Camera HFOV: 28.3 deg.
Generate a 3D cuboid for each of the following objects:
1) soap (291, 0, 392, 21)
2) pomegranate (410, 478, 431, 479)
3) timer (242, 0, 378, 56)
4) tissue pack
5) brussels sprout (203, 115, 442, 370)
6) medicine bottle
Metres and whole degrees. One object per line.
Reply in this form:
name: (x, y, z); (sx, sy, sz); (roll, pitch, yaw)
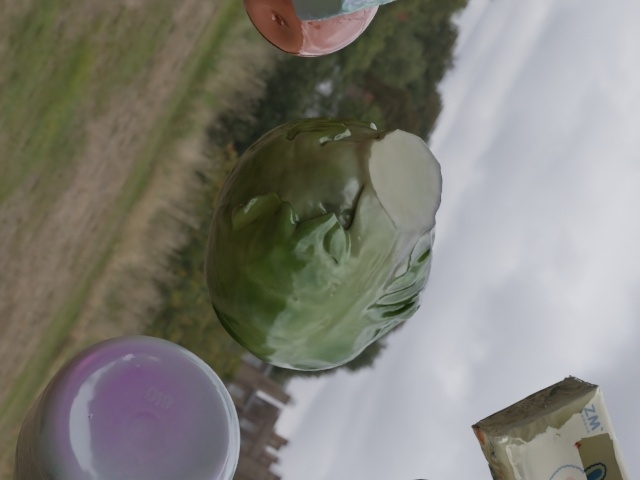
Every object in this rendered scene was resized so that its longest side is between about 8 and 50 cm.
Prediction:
soap: (0.169, -0.415, 1.661); (0.446, 0.156, 0.261); (-19, -167, -18)
pomegranate: (0.145, 0.431, 1.893); (0.126, 0.138, 0.163); (-3, -173, 44)
timer: (-0.011, -0.427, 2.125); (0.215, 0.230, 0.229); (-48, 177, -23)
tissue pack: (0.276, 0.273, 1.460); (0.148, 0.196, 0.092); (-24, -171, -16)
brussels sprout: (0.000, 0.000, 1.135); (0.244, 0.244, 0.244); (-60, -178, 4)
medicine bottle: (-0.267, 0.284, 1.646); (0.256, 0.256, 0.325); (-62, -171, -33)
